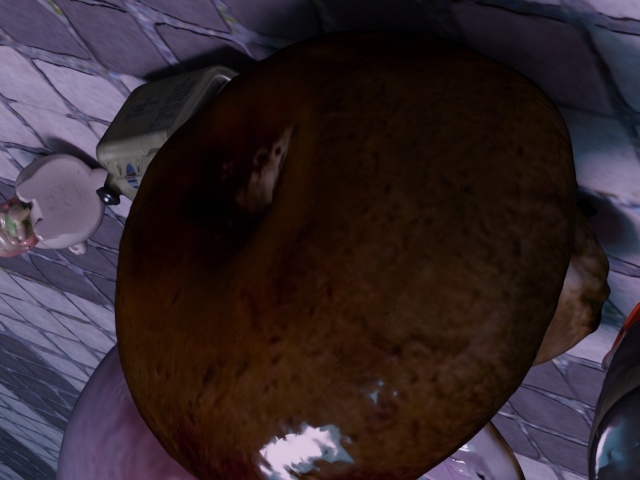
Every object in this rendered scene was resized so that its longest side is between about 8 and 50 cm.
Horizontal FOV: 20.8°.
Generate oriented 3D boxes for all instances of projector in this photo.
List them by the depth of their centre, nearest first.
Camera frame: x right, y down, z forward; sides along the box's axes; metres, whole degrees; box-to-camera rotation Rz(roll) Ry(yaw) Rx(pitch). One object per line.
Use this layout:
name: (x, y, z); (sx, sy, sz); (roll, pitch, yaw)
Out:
projector: (0.000, 0.000, 1.091); (0.269, 0.088, 0.193); (36, 164, -21)

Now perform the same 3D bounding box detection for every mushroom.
mushroom: (0.028, 0.024, 0.866); (0.254, 0.267, 0.267); (32, 162, -7)

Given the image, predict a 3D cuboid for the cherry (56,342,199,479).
cherry: (-0.083, 0.207, 1.501); (0.335, 0.291, 0.326); (59, 162, -21)

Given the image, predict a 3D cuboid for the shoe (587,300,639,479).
shoe: (0.224, 0.158, 1.024); (0.132, 0.171, 0.336); (-8, 127, 14)

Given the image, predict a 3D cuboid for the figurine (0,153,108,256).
figurine: (-0.226, -0.028, 1.376); (0.098, 0.081, 0.146); (-3, 175, -23)

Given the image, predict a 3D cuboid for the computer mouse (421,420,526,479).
computer mouse: (0.017, 0.084, 1.050); (0.245, 0.056, 0.126); (23, 162, 23)
